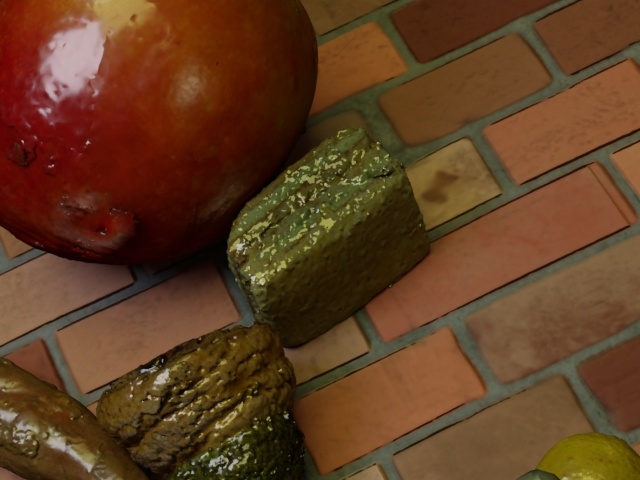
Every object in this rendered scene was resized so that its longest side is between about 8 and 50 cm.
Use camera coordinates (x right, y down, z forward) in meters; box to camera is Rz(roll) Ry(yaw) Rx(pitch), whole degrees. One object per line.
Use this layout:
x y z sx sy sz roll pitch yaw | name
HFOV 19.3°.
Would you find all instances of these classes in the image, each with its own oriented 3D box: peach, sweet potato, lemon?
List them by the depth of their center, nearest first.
0.230 0.219 1.595 0.109 0.109 0.133 20 56 27 | lemon
-0.288 0.168 1.779 0.354 0.095 0.106 19 103 30 | sweet potato
-0.185 -0.151 1.826 0.370 0.370 0.370 -7 53 10 | peach

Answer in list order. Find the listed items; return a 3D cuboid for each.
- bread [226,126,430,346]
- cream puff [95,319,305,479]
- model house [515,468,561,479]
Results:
0.000 0.000 1.802 0.196 0.138 0.102 -40 51 -13 | bread
-0.093 0.181 1.694 0.183 0.183 0.169 -25 80 -3 | cream puff
0.224 0.412 1.261 0.395 0.445 0.400 -48 18 -24 | model house
